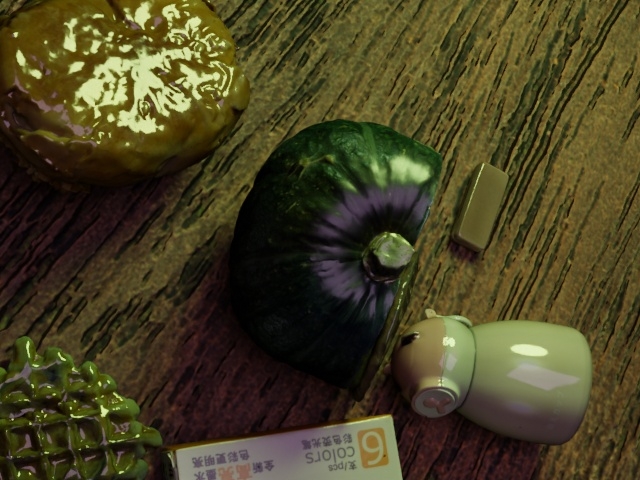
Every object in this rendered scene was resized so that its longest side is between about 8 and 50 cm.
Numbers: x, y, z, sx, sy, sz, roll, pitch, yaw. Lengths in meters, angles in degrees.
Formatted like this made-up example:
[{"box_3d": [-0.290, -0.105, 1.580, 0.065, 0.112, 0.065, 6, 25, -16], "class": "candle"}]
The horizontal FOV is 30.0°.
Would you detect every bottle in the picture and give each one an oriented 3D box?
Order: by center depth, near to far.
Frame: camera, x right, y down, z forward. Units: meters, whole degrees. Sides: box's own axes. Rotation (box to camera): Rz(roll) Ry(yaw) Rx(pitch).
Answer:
[{"box_3d": [0.196, 0.160, 1.452, 0.236, 0.147, 0.148, 11, 75, -9], "class": "bottle"}]

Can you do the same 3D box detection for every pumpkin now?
[{"box_3d": [0.000, 0.000, 1.355, 0.196, 0.263, 0.293, 21, 80, -4], "class": "pumpkin"}]

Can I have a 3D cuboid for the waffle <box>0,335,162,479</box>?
[{"box_3d": [-0.293, 0.228, 1.308, 0.223, 0.054, 0.204, 39, 68, -6], "class": "waffle"}]

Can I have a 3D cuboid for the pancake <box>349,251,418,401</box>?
[{"box_3d": [0.075, 0.102, 1.396, 0.021, 0.199, 0.199, 23, 71, 1], "class": "pancake"}]

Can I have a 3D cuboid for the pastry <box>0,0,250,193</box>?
[{"box_3d": [-0.240, -0.174, 1.359, 0.310, 0.162, 0.255, -18, 74, -32], "class": "pastry"}]

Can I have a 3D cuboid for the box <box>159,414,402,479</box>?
[{"box_3d": [-0.034, 0.321, 1.358, 0.273, 0.091, 0.221, -8, 82, -20], "class": "box"}]

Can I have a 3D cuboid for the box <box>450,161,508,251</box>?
[{"box_3d": [0.208, -0.044, 1.561, 0.048, 0.025, 0.115, 27, 71, -17], "class": "box"}]
